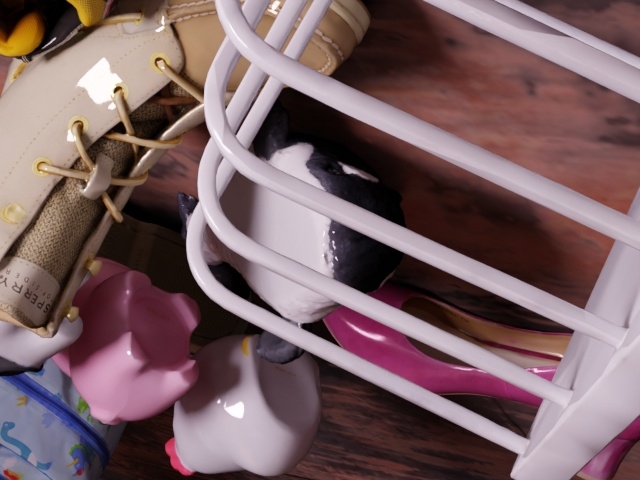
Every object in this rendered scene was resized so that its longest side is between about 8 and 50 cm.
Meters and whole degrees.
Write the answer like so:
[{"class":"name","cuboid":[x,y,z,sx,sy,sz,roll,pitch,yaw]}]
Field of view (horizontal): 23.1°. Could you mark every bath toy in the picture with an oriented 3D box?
[{"class":"bath toy","cuboid":[-0.154,0.060,1.023,0.348,0.151,0.129,31,131,-31]}]

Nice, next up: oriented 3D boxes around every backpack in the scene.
[{"class":"backpack","cuboid":[-0.356,0.146,1.472,0.355,0.273,0.290,26,154,-35]}]

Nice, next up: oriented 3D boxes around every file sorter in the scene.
[{"class":"file sorter","cuboid":[0.069,-0.069,0.497,0.173,0.193,0.278,26,157,4]}]

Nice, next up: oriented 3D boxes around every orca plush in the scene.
[{"class":"orca plush","cuboid":[0.000,0.000,0.945,0.102,0.151,0.287,-4,167,-20]}]

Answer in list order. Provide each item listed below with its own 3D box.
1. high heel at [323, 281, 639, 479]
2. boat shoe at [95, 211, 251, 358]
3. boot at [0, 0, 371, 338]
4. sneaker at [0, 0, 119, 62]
[{"class":"high heel","cuboid":[0.113,0.062,1.026,0.244,0.082,0.117,33,131,13]},{"class":"boat shoe","cuboid":[-0.199,0.005,1.134,0.302,0.113,0.103,34,150,-24]},{"class":"boot","cuboid":[-0.104,-0.048,0.803,0.262,0.203,0.095,2,149,45]},{"class":"sneaker","cuboid":[-0.170,-0.142,0.812,0.088,0.093,0.225,39,154,-30]}]
